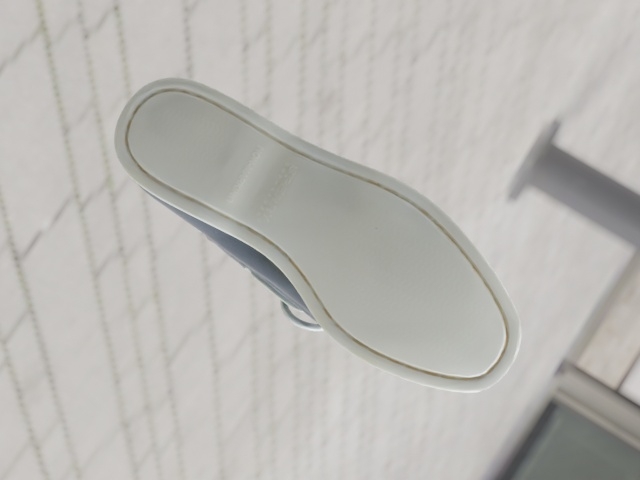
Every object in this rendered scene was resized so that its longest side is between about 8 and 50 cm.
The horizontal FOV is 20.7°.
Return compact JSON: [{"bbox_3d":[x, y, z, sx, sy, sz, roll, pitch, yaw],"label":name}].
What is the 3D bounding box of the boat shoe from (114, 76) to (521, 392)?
[{"bbox_3d":[0.000,0.000,0.964,0.095,0.254,0.079,-61,167,-2],"label":"boat shoe"}]
